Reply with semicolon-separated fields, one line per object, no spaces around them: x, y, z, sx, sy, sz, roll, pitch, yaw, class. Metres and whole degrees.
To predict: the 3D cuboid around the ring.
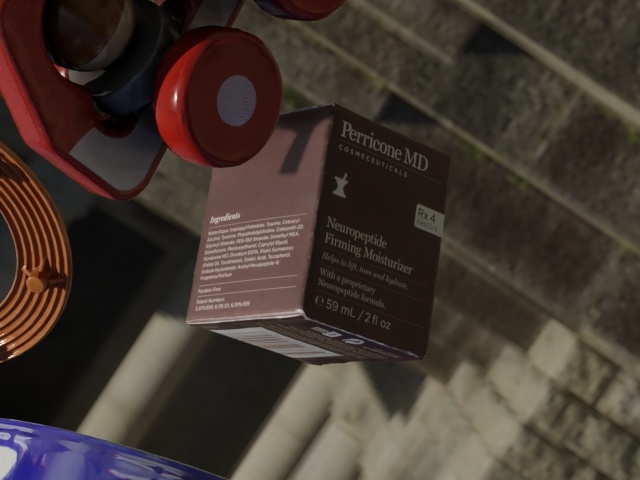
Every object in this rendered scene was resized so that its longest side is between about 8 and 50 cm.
-0.427;0.005;1.821;0.336;0.336;0.032;33;-145;-7;ring

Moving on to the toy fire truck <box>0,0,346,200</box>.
-0.133;-0.197;1.201;0.169;0.302;0.254;14;161;46;toy fire truck

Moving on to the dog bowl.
-0.130;0.209;1.138;0.265;0.104;0.265;15;163;5;dog bowl

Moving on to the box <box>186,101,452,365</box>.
0.000;0.000;1.622;0.168;0.203;0.167;21;162;-40;box
